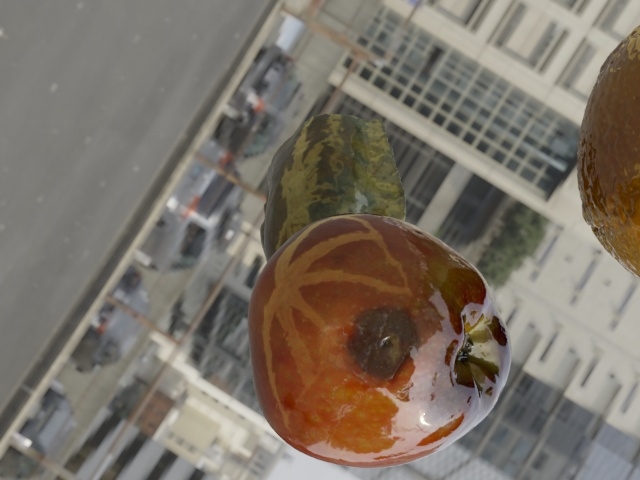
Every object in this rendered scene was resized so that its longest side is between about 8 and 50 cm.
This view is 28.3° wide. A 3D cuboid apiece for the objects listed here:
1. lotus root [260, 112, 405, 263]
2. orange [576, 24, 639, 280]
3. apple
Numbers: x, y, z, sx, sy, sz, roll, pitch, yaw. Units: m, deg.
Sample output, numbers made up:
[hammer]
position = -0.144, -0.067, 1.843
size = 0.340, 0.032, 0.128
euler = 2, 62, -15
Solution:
[lotus root]
position = -0.002, 0.017, 1.564
size = 0.260, 0.149, 0.267
euler = -97, -161, -54
[orange]
position = 0.393, -0.084, 1.128
size = 0.357, 0.322, 0.322
euler = -17, -145, 55
[apple]
position = 0.055, 0.087, 1.107
size = 0.230, 0.230, 0.230
euler = -58, 178, -4
